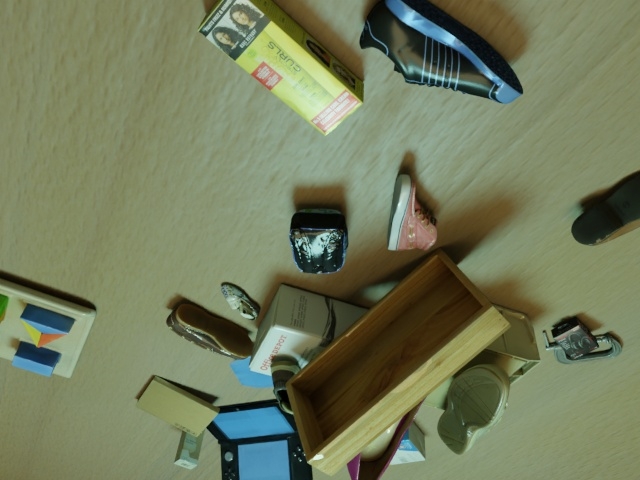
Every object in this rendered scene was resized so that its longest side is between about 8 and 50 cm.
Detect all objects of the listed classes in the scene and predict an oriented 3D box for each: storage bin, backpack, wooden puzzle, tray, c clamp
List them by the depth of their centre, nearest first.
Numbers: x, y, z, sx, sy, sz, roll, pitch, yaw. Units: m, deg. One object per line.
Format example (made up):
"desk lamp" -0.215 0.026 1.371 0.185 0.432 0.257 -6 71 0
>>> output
"backpack" 0.000 0.000 1.016 0.105 0.084 0.114 0 131 6
"tray" 0.124 0.215 1.026 0.411 0.202 0.076 -43 120 9
"storage bin" 0.286 0.248 1.214 0.261 0.123 0.262 17 135 -12
"c clamp" 0.582 0.238 1.242 0.161 0.022 0.137 -10 134 16
"wooden puzzle" -0.729 0.218 1.322 0.322 0.080 0.347 23 134 -17

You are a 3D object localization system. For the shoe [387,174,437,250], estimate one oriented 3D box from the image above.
"shoe" 0.165 -0.045 0.972 0.081 0.063 0.177 3 141 1

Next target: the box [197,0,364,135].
"box" -0.049 -0.252 0.781 0.232 0.058 0.087 36 128 -27

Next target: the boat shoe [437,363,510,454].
"boat shoe" 0.327 0.335 1.152 0.098 0.109 0.302 -25 143 -27

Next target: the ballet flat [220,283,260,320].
"ballet flat" -0.172 0.137 1.208 0.041 0.041 0.114 -25 128 28

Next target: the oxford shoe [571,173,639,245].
"oxford shoe" 0.525 -0.058 0.926 0.212 0.076 0.076 -32 154 30

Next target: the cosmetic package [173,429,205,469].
"cosmetic package" -0.387 0.610 1.662 0.060 0.115 0.041 29 130 -23

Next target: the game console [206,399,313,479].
"game console" -0.192 0.601 1.602 0.294 0.249 0.173 -13 159 19

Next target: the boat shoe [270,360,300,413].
"boat shoe" -0.059 0.342 1.221 0.080 0.073 0.223 -5 138 15

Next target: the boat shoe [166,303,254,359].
"boat shoe" -0.251 0.213 1.276 0.207 0.073 0.073 35 131 -18

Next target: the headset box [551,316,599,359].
"headset box" 0.539 0.206 1.192 0.062 0.032 0.083 -38 107 28

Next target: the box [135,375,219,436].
"box" -0.398 0.463 1.555 0.201 0.021 0.164 31 128 -10

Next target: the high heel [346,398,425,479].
"high heel" 0.149 0.379 1.144 0.127 0.181 0.377 11 136 -5

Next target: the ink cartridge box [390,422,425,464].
"ink cartridge box" 0.167 0.580 1.598 0.231 0.077 0.134 -17 131 22

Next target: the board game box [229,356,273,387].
"board game box" -0.146 0.314 1.395 0.133 0.033 0.168 -8 140 7

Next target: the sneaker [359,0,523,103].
"sneaker" 0.162 -0.243 0.758 0.232 0.081 0.090 31 134 -14

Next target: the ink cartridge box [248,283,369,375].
"ink cartridge box" 0.003 0.226 1.227 0.273 0.114 0.197 17 136 -12
